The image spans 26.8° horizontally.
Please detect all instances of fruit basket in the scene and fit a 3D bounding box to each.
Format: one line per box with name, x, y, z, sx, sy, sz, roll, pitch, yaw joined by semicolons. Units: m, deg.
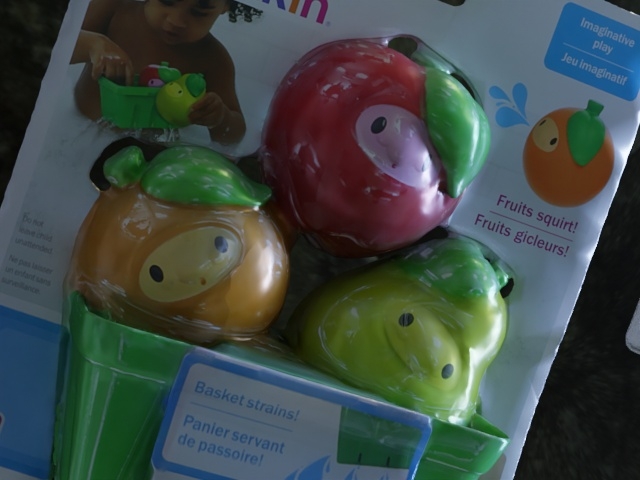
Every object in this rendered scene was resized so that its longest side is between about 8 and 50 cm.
fruit basket;0.000;0.000;0.714;0.327;0.165;0.353;19;-82;-17

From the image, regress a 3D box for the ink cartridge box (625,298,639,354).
ink cartridge box;0.241;0.008;0.597;0.086;0.203;0.148;22;-88;45
